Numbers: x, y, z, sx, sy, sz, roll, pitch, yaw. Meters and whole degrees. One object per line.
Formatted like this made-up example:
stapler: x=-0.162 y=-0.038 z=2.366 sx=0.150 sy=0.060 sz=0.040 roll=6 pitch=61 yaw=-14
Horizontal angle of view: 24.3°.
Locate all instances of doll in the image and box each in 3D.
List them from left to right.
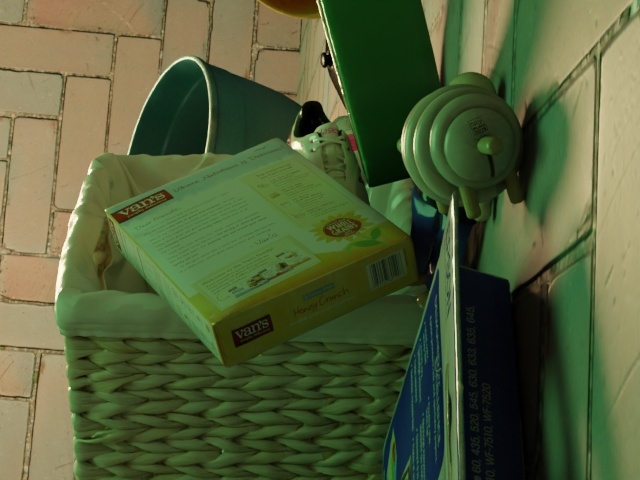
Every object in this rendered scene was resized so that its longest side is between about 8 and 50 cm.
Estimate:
doll: x=0.095 y=-0.043 z=1.132 sx=0.129 sy=0.046 sz=0.189 roll=52 pitch=142 yaw=46

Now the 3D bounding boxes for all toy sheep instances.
toy sheep: x=0.097 y=-0.062 z=0.999 sx=0.132 sy=0.091 sz=0.091 roll=-171 pitch=85 yaw=-71

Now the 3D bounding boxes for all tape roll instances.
tape roll: x=0.035 y=-0.208 z=1.270 sx=0.321 sy=0.077 sz=0.321 roll=-16 pitch=-90 yaw=-88

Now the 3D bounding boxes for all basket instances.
basket: x=-0.066 y=0.092 z=1.413 sx=0.328 sy=0.331 sz=0.266 roll=-95 pitch=5 yaw=-64

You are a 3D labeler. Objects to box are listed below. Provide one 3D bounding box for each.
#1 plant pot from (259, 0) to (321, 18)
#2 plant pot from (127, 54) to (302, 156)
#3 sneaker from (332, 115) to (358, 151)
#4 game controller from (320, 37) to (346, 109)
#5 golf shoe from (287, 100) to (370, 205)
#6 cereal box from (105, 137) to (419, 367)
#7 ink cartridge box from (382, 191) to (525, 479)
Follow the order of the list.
plant pot: x=-0.002 y=-0.426 z=1.974 sx=0.188 sy=0.205 sz=0.205 roll=-65 pitch=-14 yaw=-53
plant pot: x=-0.086 y=-0.069 z=1.885 sx=0.271 sy=0.255 sz=0.272 roll=-36 pitch=47 yaw=51
sneaker: x=0.030 y=-0.039 z=1.743 sx=0.111 sy=0.103 sz=0.252 roll=-85 pitch=9 yaw=-55
game controller: x=0.051 y=-0.314 z=1.818 sx=0.166 sy=0.067 sz=0.319 roll=-99 pitch=13 yaw=-53
golf shoe: x=0.002 y=-0.060 z=1.336 sx=0.186 sy=0.067 sz=0.086 roll=-118 pitch=26 yaw=-58
cereal box: x=-0.054 y=0.002 z=1.202 sx=0.240 sy=0.173 sz=0.047 roll=40 pitch=149 yaw=55
ink cartridge box: x=0.091 y=0.182 z=0.947 sx=0.307 sy=0.072 sz=0.304 roll=103 pitch=172 yaw=-50
